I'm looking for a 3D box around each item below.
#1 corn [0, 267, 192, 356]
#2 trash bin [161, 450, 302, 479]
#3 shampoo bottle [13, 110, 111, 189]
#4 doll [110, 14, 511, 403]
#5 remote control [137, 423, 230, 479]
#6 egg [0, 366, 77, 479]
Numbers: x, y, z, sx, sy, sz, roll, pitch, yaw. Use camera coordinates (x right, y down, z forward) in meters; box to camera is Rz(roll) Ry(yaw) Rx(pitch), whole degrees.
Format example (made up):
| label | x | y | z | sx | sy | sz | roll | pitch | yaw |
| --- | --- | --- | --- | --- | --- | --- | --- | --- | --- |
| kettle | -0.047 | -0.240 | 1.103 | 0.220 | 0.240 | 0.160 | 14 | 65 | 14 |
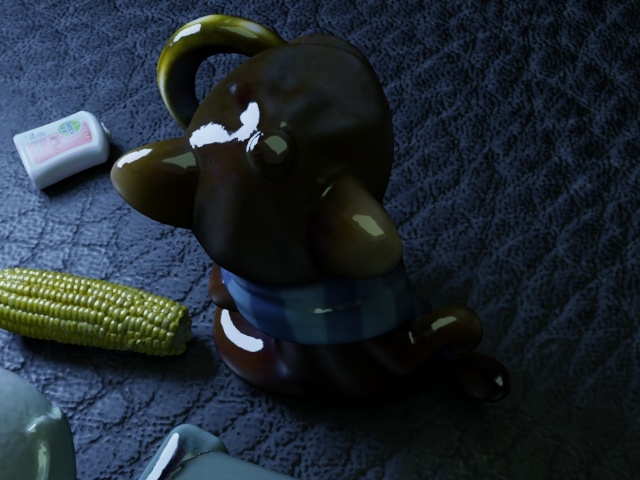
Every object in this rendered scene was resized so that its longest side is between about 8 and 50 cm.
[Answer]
| label | x | y | z | sx | sy | sz | roll | pitch | yaw |
| --- | --- | --- | --- | --- | --- | --- | --- | --- | --- |
| corn | -0.223 | 0.067 | 0.751 | 0.206 | 0.067 | 0.067 | 10 | 57 | 7 |
| trash bin | 0.082 | 0.308 | 0.449 | 0.432 | 0.280 | 0.280 | 17 | 58 | 18 |
| shampoo bottle | -0.280 | -0.104 | 0.885 | 0.099 | 0.043 | 0.072 | -25 | 58 | -13 |
| doll | 0.002 | -0.003 | 0.646 | 0.318 | 0.340 | 0.209 | 18 | 61 | 29 |
| remote control | -0.150 | 0.278 | 0.558 | 0.056 | 0.140 | 0.296 | 21 | 58 | 21 |
| egg | -0.323 | 0.213 | 0.530 | 0.278 | 0.278 | 0.336 | 37 | 62 | 24 |
